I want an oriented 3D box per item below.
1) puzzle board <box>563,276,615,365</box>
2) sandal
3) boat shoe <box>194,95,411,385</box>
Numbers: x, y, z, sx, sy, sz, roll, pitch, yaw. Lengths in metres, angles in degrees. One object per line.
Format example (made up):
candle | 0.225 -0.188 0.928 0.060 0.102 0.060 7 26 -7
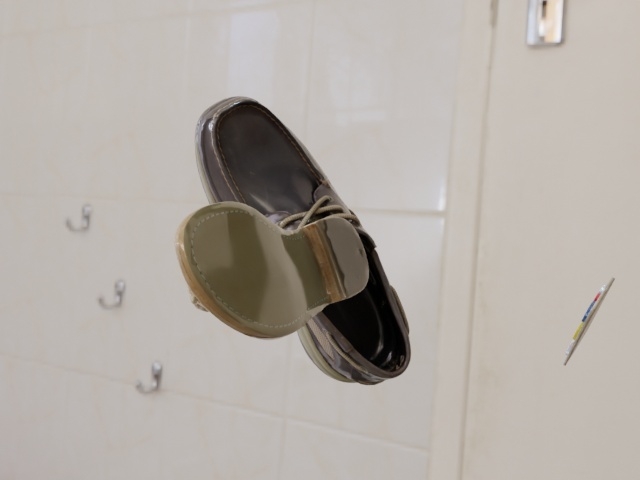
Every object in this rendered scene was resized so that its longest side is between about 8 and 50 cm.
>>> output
puzzle board | 0.375 0.111 1.248 0.011 0.096 0.128 29 31 19
sandal | -0.049 0.028 0.600 0.079 0.088 0.240 -21 -7 25
boat shoe | 0.000 0.000 0.942 0.132 0.355 0.130 -40 18 -23
